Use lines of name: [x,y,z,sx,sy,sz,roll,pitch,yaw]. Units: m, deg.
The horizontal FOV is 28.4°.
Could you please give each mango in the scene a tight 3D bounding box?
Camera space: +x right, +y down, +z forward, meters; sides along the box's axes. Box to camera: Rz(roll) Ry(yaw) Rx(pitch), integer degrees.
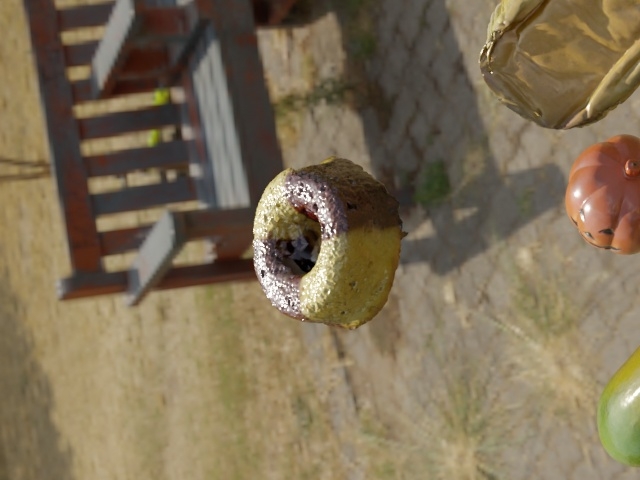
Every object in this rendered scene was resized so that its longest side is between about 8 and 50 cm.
mango: [0.288,0.113,1.016,0.085,0.122,0.191,42,141,12]

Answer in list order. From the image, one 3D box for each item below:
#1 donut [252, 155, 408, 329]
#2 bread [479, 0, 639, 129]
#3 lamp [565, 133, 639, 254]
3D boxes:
donut: [0.000,0.000,0.961,0.140,0.059,0.140,-6,83,53]
bread: [0.219,-0.186,1.032,0.190,0.132,0.114,-49,9,26]
lamp: [0.476,-0.076,1.965,0.164,0.187,0.188,80,169,-60]
